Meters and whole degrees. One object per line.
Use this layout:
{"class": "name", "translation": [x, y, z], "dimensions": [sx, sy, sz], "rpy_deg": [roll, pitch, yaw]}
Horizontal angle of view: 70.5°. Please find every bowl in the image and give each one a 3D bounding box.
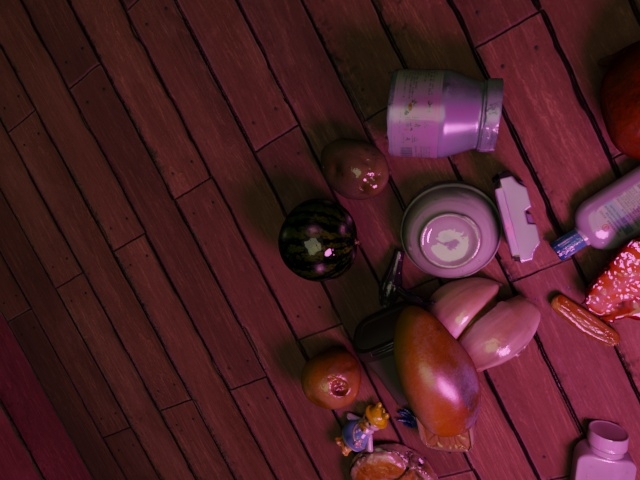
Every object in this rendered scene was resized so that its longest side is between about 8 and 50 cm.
{"class": "bowl", "translation": [0.388, -0.020, 1.361], "dimensions": [0.307, 0.163, 0.307], "rpy_deg": [4, 106, 15]}

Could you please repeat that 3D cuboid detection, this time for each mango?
{"class": "mango", "translation": [0.322, 0.364, 1.265], "dimensions": [0.221, 0.199, 0.384], "rpy_deg": [-19, 88, -22]}

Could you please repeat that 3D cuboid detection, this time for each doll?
{"class": "doll", "translation": [0.156, 0.670, 1.620], "dimensions": [0.098, 0.135, 0.241], "rpy_deg": [29, 114, -21]}

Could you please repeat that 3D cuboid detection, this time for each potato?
{"class": "potato", "translation": [0.103, -0.224, 1.407], "dimensions": [0.235, 0.160, 0.178], "rpy_deg": [40, 87, 16]}

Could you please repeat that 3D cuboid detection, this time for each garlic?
{"class": "garlic", "translation": [0.482, 0.258, 1.381], "dimensions": [0.313, 0.249, 0.286], "rpy_deg": [-50, 42, 27]}

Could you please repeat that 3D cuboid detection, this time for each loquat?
{"class": "loquat", "translation": [0.038, 0.478, 1.559], "dimensions": [0.213, 0.213, 0.213], "rpy_deg": [4, 103, 17]}

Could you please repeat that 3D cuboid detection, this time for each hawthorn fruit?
{"class": "hawthorn fruit", "translation": [0.838, -0.347, 1.090], "dimensions": [0.295, 0.295, 0.312], "rpy_deg": [-9, 76, 19]}

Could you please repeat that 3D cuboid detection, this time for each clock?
{"class": "clock", "translation": [0.551, -0.077, 1.276], "dimensions": [0.083, 0.186, 0.253], "rpy_deg": [-15, 98, 22]}

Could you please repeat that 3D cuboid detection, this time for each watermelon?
{"class": "watermelon", "translation": [-0.005, 0.000, 1.442], "dimensions": [0.268, 0.269, 0.269], "rpy_deg": [4, 103, 17]}

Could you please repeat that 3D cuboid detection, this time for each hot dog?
{"class": "hot dog", "translation": [0.781, 0.241, 1.349], "dimensions": [0.215, 0.047, 0.066], "rpy_deg": [33, 73, 7]}

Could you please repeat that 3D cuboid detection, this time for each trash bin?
{"class": "trash bin", "translation": [0.259, 0.368, 1.465], "dimensions": [0.219, 0.219, 0.250], "rpy_deg": [-28, 99, 22]}

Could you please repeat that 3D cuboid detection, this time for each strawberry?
{"class": "strawberry", "translation": [0.899, 0.113, 1.235], "dimensions": [0.253, 0.150, 0.280], "rpy_deg": [31, 123, 14]}

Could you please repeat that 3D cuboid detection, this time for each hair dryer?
{"class": "hair dryer", "translation": [0.283, 0.146, 1.430], "dimensions": [0.219, 0.075, 0.196], "rpy_deg": [25, 105, 48]}

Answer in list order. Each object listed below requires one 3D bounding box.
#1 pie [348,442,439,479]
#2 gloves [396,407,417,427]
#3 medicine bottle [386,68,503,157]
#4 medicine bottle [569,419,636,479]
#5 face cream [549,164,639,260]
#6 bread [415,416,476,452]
{"class": "pie", "translation": [0.265, 0.882, 1.645], "dimensions": [0.339, 0.077, 0.339], "rpy_deg": [3, 105, 13]}
{"class": "gloves", "translation": [0.310, 0.630, 1.598], "dimensions": [0.086, 0.026, 0.064], "rpy_deg": [28, 111, 10]}
{"class": "medicine bottle", "translation": [0.341, -0.350, 1.255], "dimensions": [0.289, 0.245, 0.245], "rpy_deg": [4, 103, 14]}
{"class": "medicine bottle", "translation": [0.868, 0.714, 1.396], "dimensions": [0.161, 0.111, 0.296], "rpy_deg": [2, 105, 16]}
{"class": "face cream", "translation": [0.805, -0.061, 1.255], "dimensions": [0.336, 0.080, 0.163], "rpy_deg": [-39, 90, 21]}
{"class": "bread", "translation": [0.416, 0.581, 1.510], "dimensions": [0.192, 0.110, 0.210], "rpy_deg": [-11, 99, 26]}
